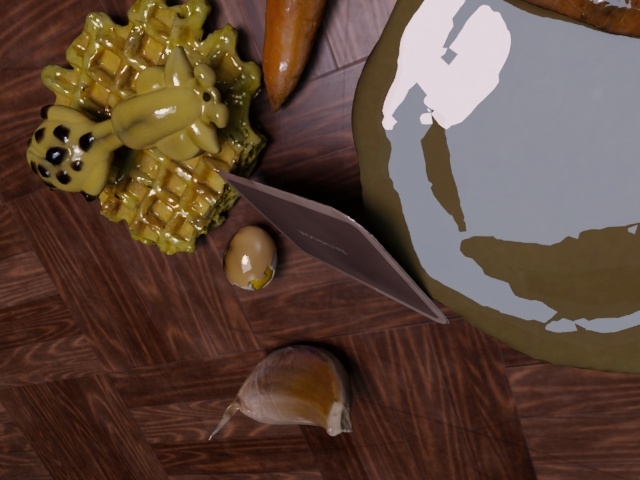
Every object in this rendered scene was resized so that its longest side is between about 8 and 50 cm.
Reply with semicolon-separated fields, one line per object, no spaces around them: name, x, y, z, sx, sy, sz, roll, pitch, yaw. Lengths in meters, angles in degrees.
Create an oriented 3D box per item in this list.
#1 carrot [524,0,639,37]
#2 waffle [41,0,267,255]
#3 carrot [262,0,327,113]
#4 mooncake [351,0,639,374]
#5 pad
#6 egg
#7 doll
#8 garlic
carrot;0.162;-0.135;0.259;0.165;0.035;0.035;28;119;8
waffle;-0.197;-0.131;0.576;0.312;0.060;0.307;-15;108;25
carrot;-0.031;-0.227;0.473;0.072;0.072;0.205;21;121;8
mooncake;0.219;-0.096;0.385;0.379;0.201;0.378;8;113;19
pad;0.000;0.000;0.470;0.002;0.266;0.176;-53;126;-10
egg;-0.089;0.021;0.601;0.071;0.071;0.083;20;113;9
doll;-0.219;-0.119;0.507;0.291;0.086;0.117;-13;112;27
garlic;-0.051;0.212;0.640;0.198;0.128;0.090;-7;126;18
